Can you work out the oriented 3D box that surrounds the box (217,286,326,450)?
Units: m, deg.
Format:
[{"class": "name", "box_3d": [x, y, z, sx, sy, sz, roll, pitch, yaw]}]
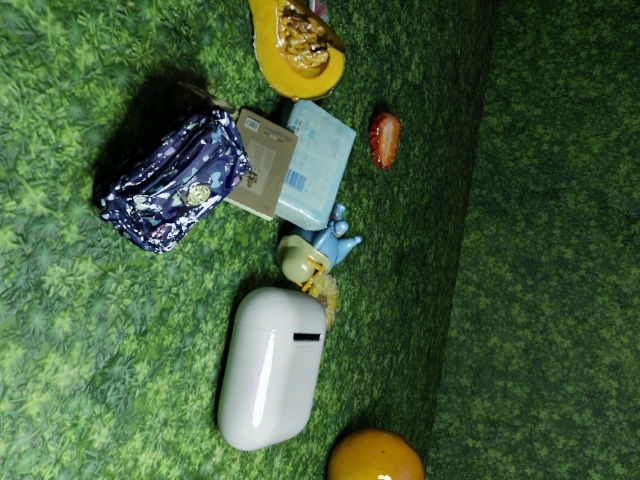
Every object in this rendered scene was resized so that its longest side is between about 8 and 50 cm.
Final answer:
[{"class": "box", "box_3d": [-0.101, 0.282, 1.234, 0.289, 0.141, 0.348, 21, 78, -62]}]

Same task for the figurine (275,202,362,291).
[{"class": "figurine", "box_3d": [-0.004, -0.002, 1.334, 0.153, 0.180, 0.262, 54, 54, -28]}]

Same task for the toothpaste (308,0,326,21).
[{"class": "toothpaste", "box_3d": [-0.012, -0.625, 1.290, 0.089, 0.057, 0.234, -58, 153, -45]}]

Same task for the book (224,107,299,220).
[{"class": "book", "box_3d": [-0.130, -0.156, 1.118, 0.139, 0.016, 0.198, 25, 70, -22]}]

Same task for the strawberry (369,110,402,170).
[{"class": "strawberry", "box_3d": [0.191, -0.320, 1.751, 0.121, 0.082, 0.188, -19, 124, -40]}]

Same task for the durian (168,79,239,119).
[{"class": "durian", "box_3d": [-0.211, -0.227, 0.941, 0.071, 0.111, 0.140, -60, 153, 8]}]

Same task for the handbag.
[{"class": "handbag", "box_3d": [-0.228, -0.101, 0.873, 0.260, 0.113, 0.162, -45, 140, -13]}]

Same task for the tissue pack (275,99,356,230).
[{"class": "tissue pack", "box_3d": [-0.037, -0.171, 1.237, 0.177, 0.089, 0.263, 28, 65, -25]}]

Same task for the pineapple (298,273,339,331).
[{"class": "pineapple", "box_3d": [-0.013, 0.181, 1.501, 0.221, 0.048, 0.221, -16, 109, -58]}]

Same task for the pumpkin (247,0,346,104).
[{"class": "pumpkin", "box_3d": [-0.075, -0.415, 1.155, 0.279, 0.163, 0.111, 38, 35, -9]}]

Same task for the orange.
[{"class": "orange", "box_3d": [0.172, 0.743, 1.726, 0.312, 0.313, 0.311, -26, 119, -59]}]
